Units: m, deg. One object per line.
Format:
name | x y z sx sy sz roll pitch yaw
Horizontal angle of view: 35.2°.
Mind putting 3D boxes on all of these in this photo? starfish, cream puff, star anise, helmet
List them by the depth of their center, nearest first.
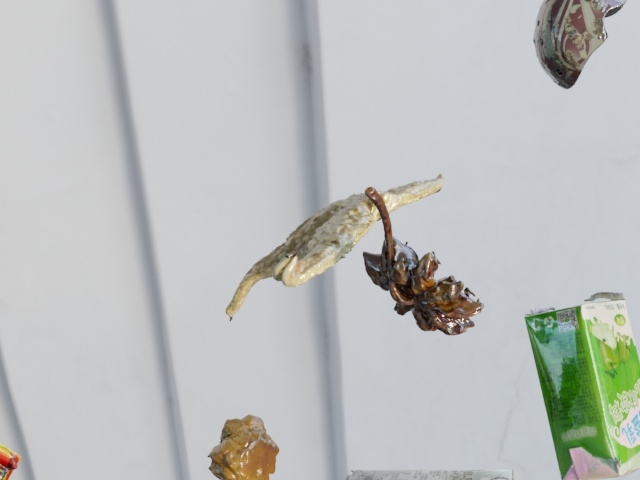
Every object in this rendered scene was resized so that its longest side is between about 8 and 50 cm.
star anise | 0.110 0.040 1.324 0.073 0.234 0.177 -41 2 -24
starfish | 0.000 0.000 1.551 0.324 0.082 0.432 -25 8 47
cream puff | -0.124 0.336 1.590 0.094 0.122 0.116 12 3 40
helmet | 0.396 -0.345 1.617 0.107 0.177 0.153 30 -3 -7

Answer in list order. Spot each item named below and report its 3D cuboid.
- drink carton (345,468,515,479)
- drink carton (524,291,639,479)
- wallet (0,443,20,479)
drink carton | 0.206 0.537 1.894 0.325 0.194 0.132 -4 8 15
drink carton | 0.418 0.222 1.545 0.108 0.271 0.161 -21 -14 41
wallet | -0.467 0.323 1.185 0.141 0.241 0.067 30 18 -3
